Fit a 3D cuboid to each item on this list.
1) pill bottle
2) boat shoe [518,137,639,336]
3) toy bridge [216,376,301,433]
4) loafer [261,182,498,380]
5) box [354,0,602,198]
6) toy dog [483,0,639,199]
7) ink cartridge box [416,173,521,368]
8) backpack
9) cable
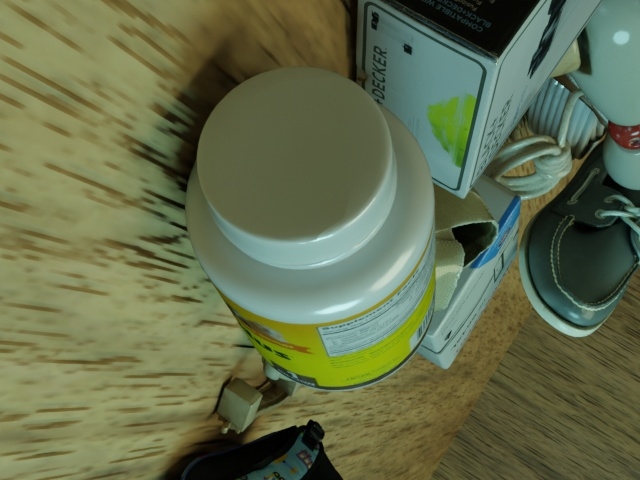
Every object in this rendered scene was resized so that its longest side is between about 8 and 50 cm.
[{"bbox_3d":[0.000,0.000,0.533,0.117,0.117,0.215,-55,163,-14],"label":"pill bottle"},{"bbox_3d":[0.296,-0.029,1.069,0.319,0.116,0.099,-50,177,-45],"label":"boat shoe"},{"bbox_3d":[-0.021,0.093,0.799,0.188,0.026,0.063,-39,156,-48],"label":"toy bridge"},{"bbox_3d":[0.055,0.021,0.776,0.268,0.092,0.102,-44,158,-42],"label":"loafer"},{"bbox_3d":[0.135,-0.185,0.642,0.290,0.087,0.169,-53,166,-19],"label":"box"},{"bbox_3d":[0.255,-0.177,0.916,0.334,0.220,0.161,95,-8,-65],"label":"toy dog"},{"bbox_3d":[0.116,0.027,0.979,0.148,0.086,0.203,-57,163,-7],"label":"ink cartridge box"},{"bbox_3d":[-0.044,0.228,0.759,0.117,0.158,0.173,-47,156,26],"label":"backpack"},{"bbox_3d":[0.313,-0.209,1.138,0.257,0.089,0.257,-39,156,-50],"label":"cable"}]
